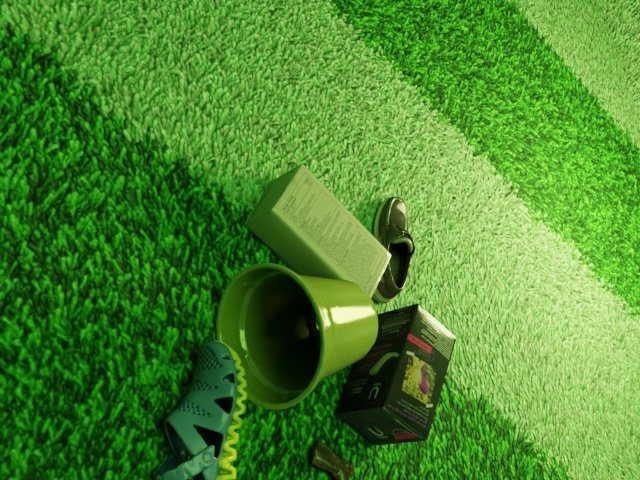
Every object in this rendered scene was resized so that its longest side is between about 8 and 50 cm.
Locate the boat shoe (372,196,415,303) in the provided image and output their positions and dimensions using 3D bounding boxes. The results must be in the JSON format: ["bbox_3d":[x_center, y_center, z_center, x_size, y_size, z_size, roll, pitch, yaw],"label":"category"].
[{"bbox_3d":[0.186,0.014,1.821,0.102,0.092,0.285,30,57,-29],"label":"boat shoe"}]

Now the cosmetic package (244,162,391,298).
[{"bbox_3d":[0.000,0.000,1.658,0.309,0.113,0.160,45,51,-18],"label":"cosmetic package"}]

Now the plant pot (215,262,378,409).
[{"bbox_3d":[-0.025,0.176,1.498,0.253,0.276,0.276,-2,76,-53],"label":"plant pot"}]

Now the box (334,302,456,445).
[{"bbox_3d":[0.171,0.299,1.655,0.143,0.165,0.270,41,53,-22],"label":"box"}]

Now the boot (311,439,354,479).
[{"bbox_3d":[0.017,0.484,1.545,0.114,0.037,0.106,41,39,-25],"label":"boot"}]

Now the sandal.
[{"bbox_3d":[-0.219,0.333,1.350,0.138,0.126,0.318,17,62,-30],"label":"sandal"}]
